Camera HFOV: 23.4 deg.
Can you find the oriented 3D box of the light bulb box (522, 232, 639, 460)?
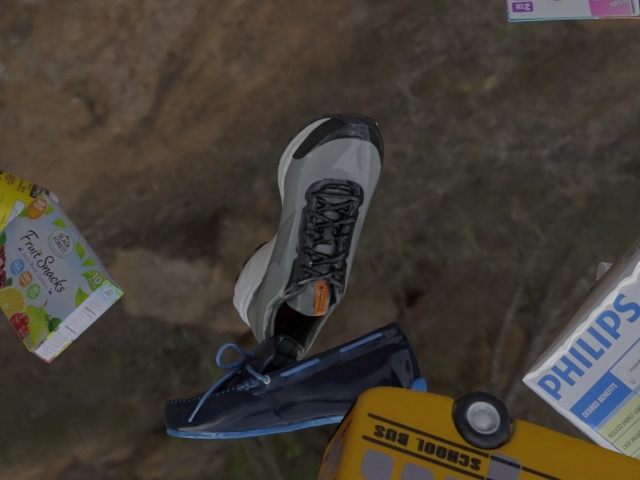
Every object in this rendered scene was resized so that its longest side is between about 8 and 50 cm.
[{"bbox_3d":[0.464,0.100,1.524,0.225,0.361,0.358,-43,171,-50],"label":"light bulb box"}]

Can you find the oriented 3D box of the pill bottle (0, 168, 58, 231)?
[{"bbox_3d":[-0.431,-0.044,1.839,0.215,0.117,0.117,24,133,-14],"label":"pill bottle"}]

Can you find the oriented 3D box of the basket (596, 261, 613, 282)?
[{"bbox_3d":[0.440,0.101,2.184,0.113,0.103,0.167,12,-171,7],"label":"basket"}]

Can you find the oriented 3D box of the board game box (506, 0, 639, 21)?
[{"bbox_3d":[0.329,-0.447,2.008,0.064,0.316,0.242,-19,-163,-35],"label":"board game box"}]

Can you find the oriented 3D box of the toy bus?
[{"bbox_3d":[0.167,0.220,1.253,0.332,0.130,0.108,19,145,-5],"label":"toy bus"}]

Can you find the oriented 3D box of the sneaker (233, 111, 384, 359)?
[{"bbox_3d":[0.000,0.000,1.453,0.100,0.108,0.271,6,125,-23],"label":"sneaker"}]

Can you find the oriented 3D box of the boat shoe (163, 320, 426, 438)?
[{"bbox_3d":[-0.027,0.125,1.418,0.258,0.089,0.109,-12,-178,18],"label":"boat shoe"}]

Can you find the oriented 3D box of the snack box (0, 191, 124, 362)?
[{"bbox_3d":[-0.262,0.034,1.473,0.100,0.141,0.037,-43,144,0],"label":"snack box"}]
